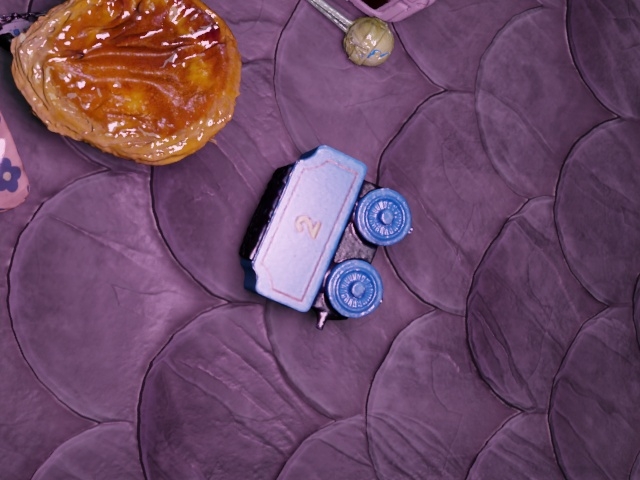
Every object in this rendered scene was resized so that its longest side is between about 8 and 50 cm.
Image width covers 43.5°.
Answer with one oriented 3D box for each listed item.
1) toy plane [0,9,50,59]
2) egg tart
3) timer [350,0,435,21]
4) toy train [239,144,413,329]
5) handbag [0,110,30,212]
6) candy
[{"bbox_3d":[-0.518,-0.339,1.340,0.197,0.053,0.078,-15,86,-21],"label":"toy plane"},{"bbox_3d":[-0.304,-0.272,1.351,0.339,0.153,0.351,41,69,-6],"label":"egg tart"},{"bbox_3d":[0.092,-0.506,1.473,0.262,0.237,0.087,34,78,-17],"label":"timer"},{"bbox_3d":[0.000,0.000,1.464,0.265,0.188,0.300,24,84,-14],"label":"toy train"},{"bbox_3d":[-0.588,-0.130,1.197,0.251,0.190,0.193,-19,123,-33],"label":"handbag"},{"bbox_3d":[-0.003,-0.452,1.529,0.335,0.093,0.092,37,63,-9],"label":"candy"}]
